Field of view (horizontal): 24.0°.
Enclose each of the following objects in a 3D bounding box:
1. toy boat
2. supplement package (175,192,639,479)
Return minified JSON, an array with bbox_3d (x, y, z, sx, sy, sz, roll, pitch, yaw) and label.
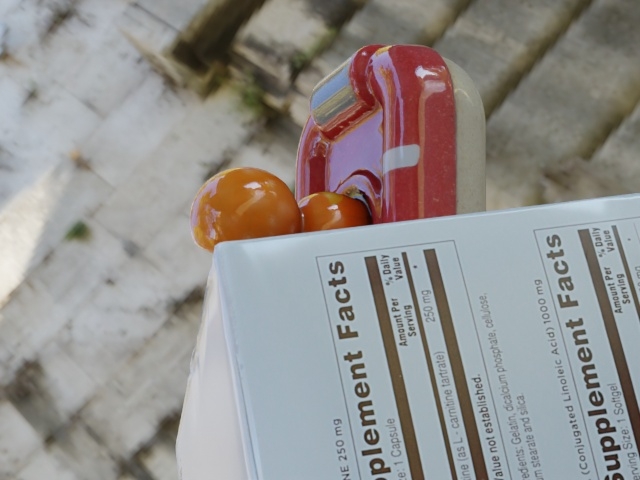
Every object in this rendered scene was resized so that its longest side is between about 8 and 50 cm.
[{"bbox_3d":[0.000,0.000,0.828,0.151,0.151,0.231,10,-110,-24],"label":"toy boat"},{"bbox_3d":[0.074,0.089,0.407,0.203,0.149,0.194,-7,-20,-11],"label":"supplement package"}]
